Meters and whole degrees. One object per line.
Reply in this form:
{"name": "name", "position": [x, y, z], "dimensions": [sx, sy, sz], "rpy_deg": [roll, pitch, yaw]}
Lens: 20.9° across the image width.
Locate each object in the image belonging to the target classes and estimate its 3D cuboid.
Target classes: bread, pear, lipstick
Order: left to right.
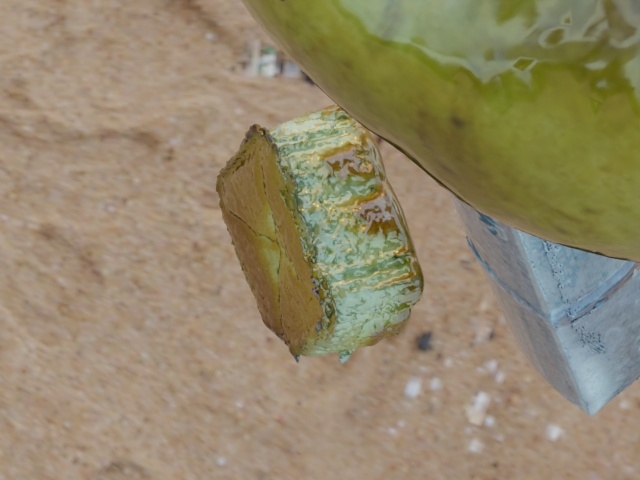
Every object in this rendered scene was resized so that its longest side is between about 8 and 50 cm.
{"name": "bread", "position": [0.000, 0.000, 0.929], "dimensions": [0.069, 0.140, 0.128], "rpy_deg": [-16, 78, -18]}
{"name": "lipstick", "position": [0.112, -0.011, 0.848], "dimensions": [0.076, 0.077, 0.290], "rpy_deg": [-40, 147, -4]}
{"name": "pear", "position": [0.111, -0.153, 0.519], "dimensions": [0.304, 0.304, 0.304], "rpy_deg": [-5, 100, -28]}
